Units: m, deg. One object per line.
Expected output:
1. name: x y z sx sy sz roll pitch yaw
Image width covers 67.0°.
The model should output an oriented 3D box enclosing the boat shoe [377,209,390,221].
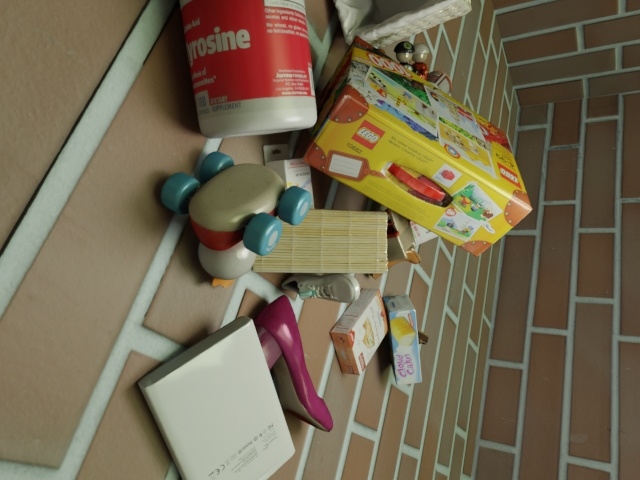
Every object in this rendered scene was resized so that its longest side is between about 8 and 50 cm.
1. boat shoe: 0.199 -0.008 1.598 0.063 0.066 0.184 -28 124 -32

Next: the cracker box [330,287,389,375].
1. cracker box: 0.126 0.274 1.477 0.232 0.067 0.155 -45 127 -47

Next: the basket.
1. basket: 0.217 -0.752 1.348 0.266 0.329 0.330 -33 108 -59

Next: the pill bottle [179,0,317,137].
1. pill bottle: -0.140 -0.406 0.902 0.229 0.229 0.407 -23 109 -55

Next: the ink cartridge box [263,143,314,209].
1. ink cartridge box: -0.074 -0.142 1.163 0.104 0.062 0.181 -22 108 -56

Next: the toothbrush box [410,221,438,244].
1. toothbrush box: 0.315 -0.141 1.538 0.122 0.206 0.283 54 18 -43

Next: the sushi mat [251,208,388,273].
1. sushi mat: 0.000 0.000 1.104 0.019 0.317 0.151 133 -43 -76

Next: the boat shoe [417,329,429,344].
1. boat shoe: 0.344 0.364 1.821 0.207 0.073 0.073 34 63 -44

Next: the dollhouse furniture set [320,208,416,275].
1. dollhouse furniture set: 0.106 -0.008 1.267 0.262 0.259 0.135 -39 111 -52

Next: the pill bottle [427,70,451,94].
1. pill bottle: 0.426 -0.572 1.885 0.221 0.121 0.121 -50 131 -44

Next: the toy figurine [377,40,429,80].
1. toy figurine: 0.213 -0.525 1.470 0.213 0.210 0.148 -33 127 -52

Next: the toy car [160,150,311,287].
1. toy car: -0.166 -0.013 0.947 0.210 0.219 0.237 -48 158 -47

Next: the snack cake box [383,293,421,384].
1. snack cake box: 0.277 0.332 1.640 0.152 0.089 0.264 -94 176 -77

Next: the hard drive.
1. hard drive: -0.187 0.357 0.958 0.233 0.047 0.352 -30 118 -35

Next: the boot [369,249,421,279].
1. boot: 0.223 0.067 1.565 0.197 0.073 0.152 34 88 -25

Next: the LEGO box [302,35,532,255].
1. LEGO box: 0.236 -0.240 1.211 0.501 0.193 0.372 27 39 -15

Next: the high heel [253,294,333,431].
1. high heel: -0.038 0.307 1.155 0.181 0.127 0.377 -54 131 -27

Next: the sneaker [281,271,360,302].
1. sneaker: -0.004 0.116 1.141 0.094 0.212 0.080 -19 106 -41
